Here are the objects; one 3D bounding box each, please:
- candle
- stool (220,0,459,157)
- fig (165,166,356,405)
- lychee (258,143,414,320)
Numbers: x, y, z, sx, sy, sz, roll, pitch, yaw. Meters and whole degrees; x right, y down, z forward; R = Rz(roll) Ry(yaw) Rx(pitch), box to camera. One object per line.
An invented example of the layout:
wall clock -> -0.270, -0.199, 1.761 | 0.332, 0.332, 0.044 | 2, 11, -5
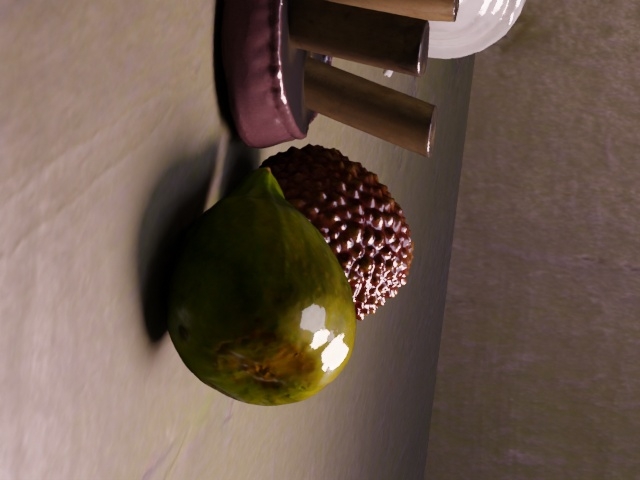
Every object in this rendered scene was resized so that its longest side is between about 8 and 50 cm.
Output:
candle -> 0.164, -0.351, 2.267 | 0.342, 0.221, 0.221 | -65, 161, -58
stool -> 0.024, -0.210, 1.698 | 0.272, 0.178, 0.272 | 7, 90, -80
fig -> -0.062, 0.041, 1.585 | 0.233, 0.167, 0.167 | -132, -142, -52
lychee -> 0.000, 0.000, 1.778 | 0.188, 0.188, 0.188 | 9, 90, -80
